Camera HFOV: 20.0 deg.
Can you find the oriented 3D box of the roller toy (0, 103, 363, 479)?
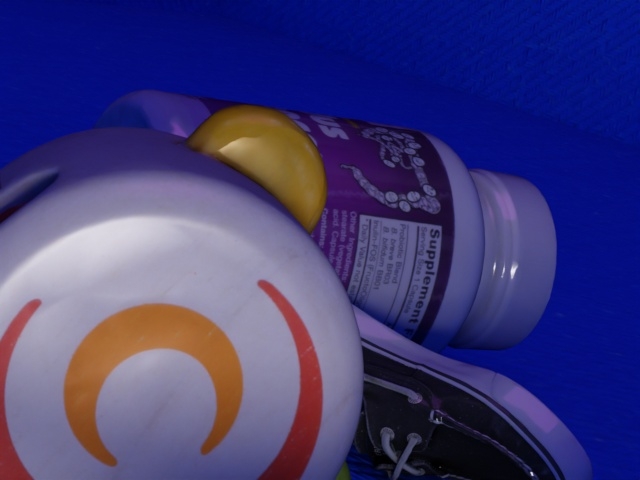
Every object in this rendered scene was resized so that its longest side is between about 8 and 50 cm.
[{"bbox_3d":[-0.086,0.047,0.817,0.191,0.209,0.146,-4,15,-12],"label":"roller toy"}]

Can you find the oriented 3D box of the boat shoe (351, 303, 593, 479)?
[{"bbox_3d":[0.050,0.104,1.036,0.219,0.078,0.070,25,51,32],"label":"boat shoe"}]

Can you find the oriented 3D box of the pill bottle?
[{"bbox_3d":[0.000,0.000,1.199,0.301,0.169,0.169,7,14,-29],"label":"pill bottle"}]
